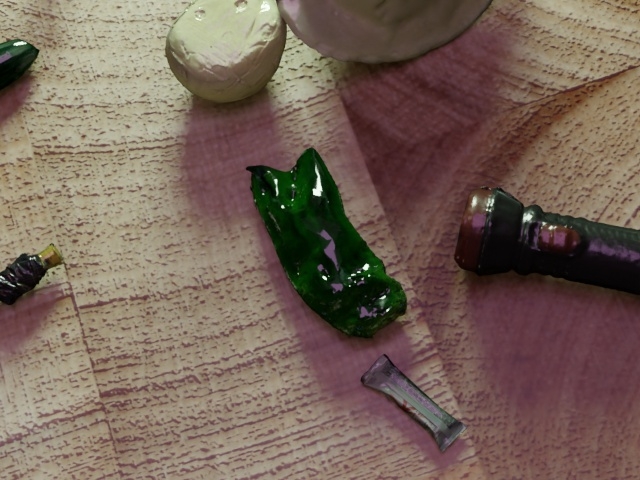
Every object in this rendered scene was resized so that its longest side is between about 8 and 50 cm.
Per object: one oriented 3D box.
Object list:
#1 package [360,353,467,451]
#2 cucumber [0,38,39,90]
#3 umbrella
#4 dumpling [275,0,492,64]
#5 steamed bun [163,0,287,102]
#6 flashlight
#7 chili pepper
[{"bbox_3d":[0.090,0.157,1.251,0.110,0.015,0.037,40,78,19],"label":"package"},{"bbox_3d":[-0.357,-0.189,1.406,0.105,0.048,0.048,-33,70,-8],"label":"cucumber"},{"bbox_3d":[-0.329,0.051,1.318,0.144,0.037,0.040,-33,56,-4],"label":"umbrella"},{"bbox_3d":[0.084,-0.308,1.371,0.227,0.175,0.243,37,112,-18],"label":"dumpling"},{"bbox_3d":[-0.096,-0.202,1.364,0.130,0.091,0.112,-44,74,-10],"label":"steamed bun"},{"bbox_3d":[0.251,0.009,1.256,0.232,0.093,0.093,12,71,9],"label":"flashlight"},{"bbox_3d":[0.000,-0.001,1.297,0.098,0.061,0.224,-34,72,0],"label":"chili pepper"}]
